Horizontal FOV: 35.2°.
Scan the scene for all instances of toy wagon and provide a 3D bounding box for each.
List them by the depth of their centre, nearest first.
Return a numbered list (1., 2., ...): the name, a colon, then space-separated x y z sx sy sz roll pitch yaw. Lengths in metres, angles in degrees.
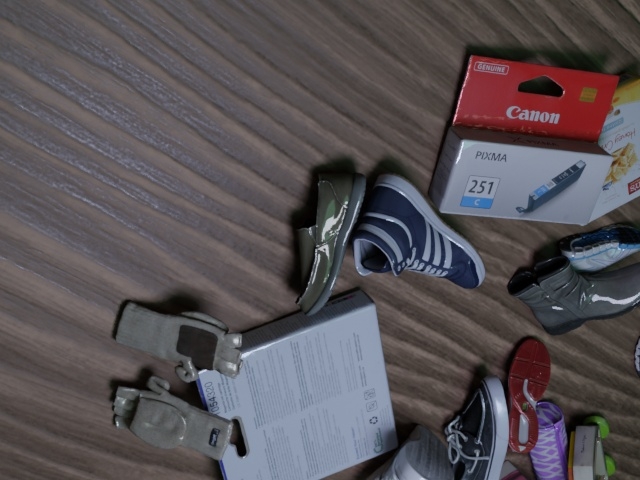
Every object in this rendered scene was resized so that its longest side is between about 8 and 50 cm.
1. toy wagon: 0.573 0.549 2.099 0.068 0.267 0.344 -4 125 21

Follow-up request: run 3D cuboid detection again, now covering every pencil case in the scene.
1. pencil case: 0.473 0.428 2.074 0.086 0.088 0.206 -30 123 -13

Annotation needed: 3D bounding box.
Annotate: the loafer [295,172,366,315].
1. loafer: 0.000 0.000 1.638 0.087 0.094 0.251 17 102 -3

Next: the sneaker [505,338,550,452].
1. sneaker: 0.380 0.305 1.983 0.087 0.128 0.221 19 74 -10

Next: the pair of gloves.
1. pair of gloves: -0.227 0.219 1.598 0.204 0.042 0.240 11 107 5

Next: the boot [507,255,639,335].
1. boot: 0.485 0.082 1.869 0.246 0.083 0.161 -28 130 22

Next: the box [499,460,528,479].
1. box: 0.400 0.582 2.022 0.148 0.232 0.127 -34 123 -9

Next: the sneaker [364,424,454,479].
1. sneaker: 0.150 0.444 1.824 0.108 0.292 0.169 41 96 7

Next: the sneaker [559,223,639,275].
1. sneaker: 0.540 0.025 1.932 0.191 0.071 0.083 -10 124 -13

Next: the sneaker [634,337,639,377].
1. sneaker: 0.721 0.204 2.079 0.078 0.106 0.234 2 112 -27

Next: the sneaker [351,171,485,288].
1. sneaker: 0.159 0.031 1.683 0.282 0.099 0.153 44 60 -29

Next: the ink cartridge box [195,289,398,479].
1. ink cartridge box: -0.039 0.282 1.756 0.330 0.071 0.324 -18 121 -14

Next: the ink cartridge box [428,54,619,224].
1. ink cartridge box: 0.356 -0.163 1.705 0.296 0.066 0.261 4 118 -20

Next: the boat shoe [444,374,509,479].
1. boat shoe: 0.292 0.390 1.955 0.105 0.113 0.306 -3 129 -8

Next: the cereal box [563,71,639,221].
1. cereal box: 0.516 -0.164 1.831 0.173 0.047 0.240 -27 123 -11
